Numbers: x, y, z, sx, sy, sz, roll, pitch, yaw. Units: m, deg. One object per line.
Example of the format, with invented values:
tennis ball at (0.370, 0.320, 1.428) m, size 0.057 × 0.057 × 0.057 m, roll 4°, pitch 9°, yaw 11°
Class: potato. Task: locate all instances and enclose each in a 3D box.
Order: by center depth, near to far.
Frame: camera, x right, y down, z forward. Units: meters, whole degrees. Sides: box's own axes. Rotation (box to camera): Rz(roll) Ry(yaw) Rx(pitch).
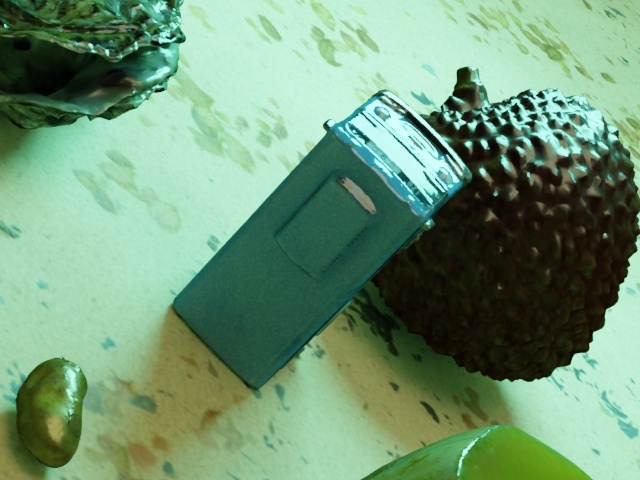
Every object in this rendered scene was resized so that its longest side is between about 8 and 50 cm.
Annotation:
potato at (-0.184, 0.116, 1.253) m, size 0.092 × 0.046 × 0.045 m, roll -89°, pitch 164°, yaw -46°

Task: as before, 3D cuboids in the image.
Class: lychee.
lychee at (0.165, -0.016, 1.733) m, size 0.276 × 0.276 × 0.304 m, roll -1°, pitch 75°, yaw -57°

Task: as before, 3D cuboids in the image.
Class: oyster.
oyster at (-0.196, -0.170, 1.574) m, size 0.162 × 0.158 × 0.351 m, roll 42°, pitch 13°, yaw 1°

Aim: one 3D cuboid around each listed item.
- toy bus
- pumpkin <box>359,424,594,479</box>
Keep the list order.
toy bus at (0.000, 0.000, 1.485) m, size 0.116 × 0.234 × 0.133 m, roll 45°, pitch 27°, yaw 4°
pumpkin at (0.123, 0.280, 1.283) m, size 0.332 × 0.199 × 0.332 m, roll 31°, pitch 29°, yaw -20°
